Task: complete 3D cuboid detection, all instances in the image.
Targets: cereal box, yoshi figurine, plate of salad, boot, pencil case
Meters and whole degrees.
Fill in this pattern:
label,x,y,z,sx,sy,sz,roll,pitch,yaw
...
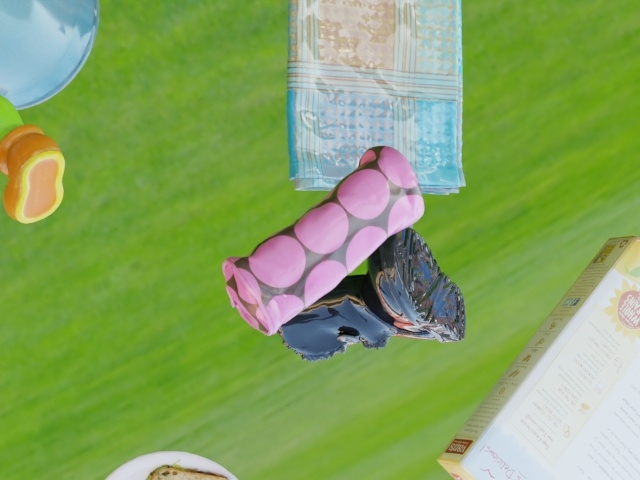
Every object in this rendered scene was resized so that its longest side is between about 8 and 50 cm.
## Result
label,x,y,z,sx,sy,sz,roll,pitch,yaw
cereal box,0.225,0.140,1.142,0.240,0.173,0.047,-48,-165,-17
yoshi figurine,-0.442,-0.131,1.535,0.203,0.362,0.203,-43,158,-3
plate of salad,-0.155,0.320,1.514,0.199,0.200,0.048,-33,-178,9
boot,0.033,0.067,1.612,0.207,0.094,0.246,-7,158,19
pencil case,0.000,0.000,1.354,0.209,0.095,0.098,-36,-151,-23

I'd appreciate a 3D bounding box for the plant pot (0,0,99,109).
label,x,y,z,sx,sy,sz,roll,pitch,yaw
plant pot,-0.488,-0.344,2.025,0.271,0.272,0.255,-33,163,10

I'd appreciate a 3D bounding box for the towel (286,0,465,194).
label,x,y,z,sx,sy,sz,roll,pitch,yaw
towel,0.078,-0.249,1.960,0.271,0.370,0.040,0,-179,-28
